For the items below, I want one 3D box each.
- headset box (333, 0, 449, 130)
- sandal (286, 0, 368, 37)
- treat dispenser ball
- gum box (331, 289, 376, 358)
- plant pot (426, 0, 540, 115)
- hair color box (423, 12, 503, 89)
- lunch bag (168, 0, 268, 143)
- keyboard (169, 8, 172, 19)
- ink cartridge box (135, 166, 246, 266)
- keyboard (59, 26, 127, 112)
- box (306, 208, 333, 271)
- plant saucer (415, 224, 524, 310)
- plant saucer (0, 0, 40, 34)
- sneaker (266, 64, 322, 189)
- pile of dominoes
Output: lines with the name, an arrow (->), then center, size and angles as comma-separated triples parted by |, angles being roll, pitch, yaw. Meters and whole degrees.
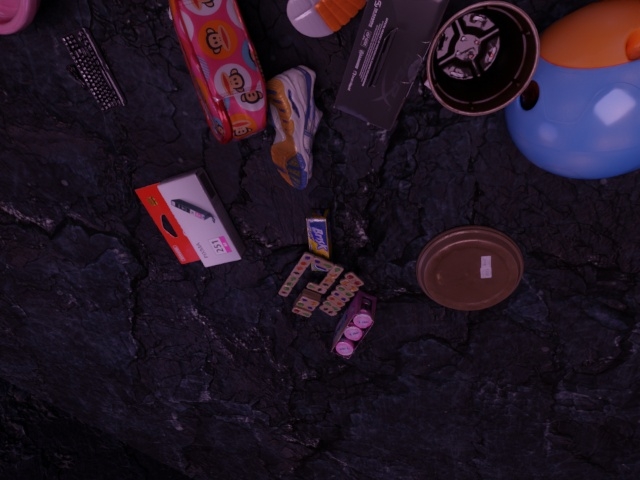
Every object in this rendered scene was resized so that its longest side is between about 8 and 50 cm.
headset box -> 0.129, -0.344, 0.671 | 0.110, 0.293, 0.218 | 23, 137, 1
sandal -> 0.053, -0.488, 0.757 | 0.265, 0.076, 0.102 | -32, 138, 6
treat dispenser ball -> 0.473, -0.250, 0.687 | 0.288, 0.288, 0.288 | 5, 123, 8
gum box -> 0.101, 0.247, 1.194 | 0.062, 0.107, 0.188 | 24, 124, -4
plant pot -> 0.266, -0.322, 0.694 | 0.166, 0.165, 0.167 | 6, 124, 9
hair color box -> 0.294, -0.361, 0.795 | 0.093, 0.053, 0.167 | 32, 124, -9
lunch bag -> -0.201, -0.347, 0.802 | 0.120, 0.258, 0.293 | -21, 104, -11
keyboard -> -0.272, -0.576, 0.798 | 0.072, 0.014, 0.256 | 14, 124, 3
ink cartridge box -> -0.375, -0.047, 1.135 | 0.238, 0.060, 0.275 | -13, 119, 18
keyboard -> -0.556, -0.401, 0.965 | 0.108, 0.023, 0.180 | -10, 119, 18
box -> 0.000, 0.000, 1.085 | 0.054, 0.059, 0.169 | 1, 123, 11
plant saucer -> 0.396, 0.086, 1.071 | 0.277, 0.041, 0.278 | 5, 122, 9
plant saucer -> -0.678, -0.597, 0.793 | 0.332, 0.084, 0.332 | 15, 130, 18
sneaker -> -0.041, -0.243, 0.908 | 0.111, 0.131, 0.296 | 33, 152, 23
pile of dominoes -> -0.003, 0.146, 1.145 | 0.195, 0.040, 0.251 | 22, 139, -11
